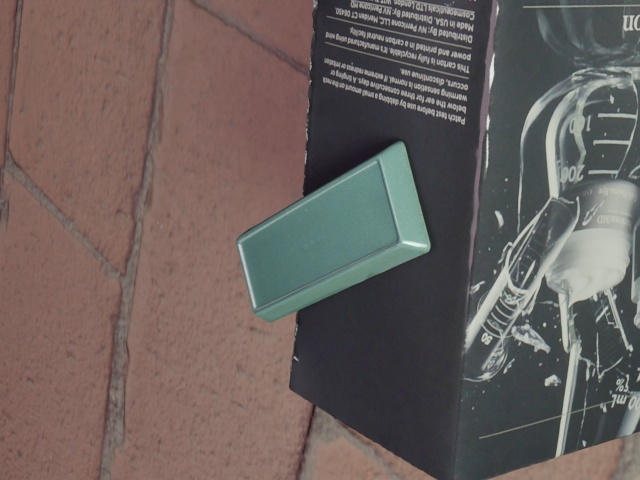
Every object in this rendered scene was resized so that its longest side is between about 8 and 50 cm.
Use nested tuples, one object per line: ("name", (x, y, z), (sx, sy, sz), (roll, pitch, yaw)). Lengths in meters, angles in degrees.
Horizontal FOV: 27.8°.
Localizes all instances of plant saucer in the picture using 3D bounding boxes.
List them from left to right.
("plant saucer", (0.000, 0.000, 0.807), (0.192, 0.018, 0.067), (-28, 73, 55))

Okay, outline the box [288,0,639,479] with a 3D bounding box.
("box", (0.171, -0.043, 0.869), (0.179, 0.343, 0.312), (25, 117, 50))
